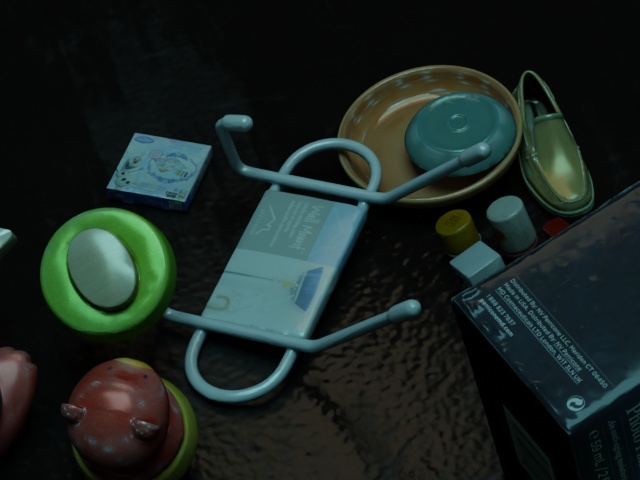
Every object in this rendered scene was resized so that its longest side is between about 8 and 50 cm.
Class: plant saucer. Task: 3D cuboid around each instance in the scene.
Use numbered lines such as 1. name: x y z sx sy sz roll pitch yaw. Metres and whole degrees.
1. plant saucer: 0.118 -0.105 2.131 0.200 0.037 0.200 -6 49 7
2. plant saucer: 0.146 -0.118 2.095 0.119 0.021 0.119 -7 48 8

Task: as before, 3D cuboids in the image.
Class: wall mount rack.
1. wall mount rack: 0.000 0.000 1.962 0.304 0.130 0.350 10 54 22

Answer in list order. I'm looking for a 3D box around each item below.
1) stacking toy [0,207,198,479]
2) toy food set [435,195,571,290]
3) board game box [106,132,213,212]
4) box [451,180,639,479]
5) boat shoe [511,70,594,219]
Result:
1. stacking toy: -0.271 0.091 1.840 0.309 0.130 0.280 1 76 6
2. toy food set: 0.211 0.045 1.981 0.111 0.104 0.232 -35 35 -10
3. board game box: -0.172 -0.073 2.143 0.090 0.020 0.090 11 48 13
4. box: 0.302 0.107 1.717 0.294 0.296 0.183 -33 52 -9
5. boat shoe: 0.240 -0.105 2.114 0.068 0.072 0.190 -13 48 -10
